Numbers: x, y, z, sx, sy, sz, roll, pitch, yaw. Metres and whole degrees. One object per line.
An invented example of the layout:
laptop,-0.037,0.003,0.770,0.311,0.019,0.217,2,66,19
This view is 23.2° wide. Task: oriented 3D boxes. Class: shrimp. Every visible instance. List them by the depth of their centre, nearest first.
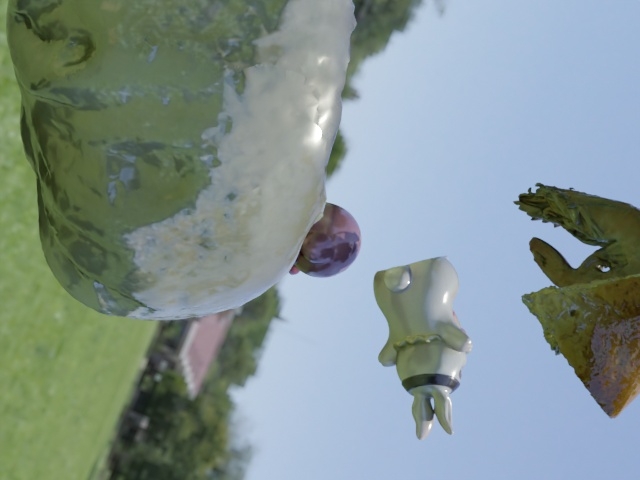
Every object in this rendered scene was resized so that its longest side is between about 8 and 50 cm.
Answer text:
shrimp,0.296,0.004,1.747,0.133,0.236,0.053,-53,142,-9

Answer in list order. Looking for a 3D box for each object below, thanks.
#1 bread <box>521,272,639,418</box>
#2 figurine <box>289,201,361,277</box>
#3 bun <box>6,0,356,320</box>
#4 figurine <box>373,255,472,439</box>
bread,0.268,0.101,1.449,0.054,0.154,0.136,-89,173,-78
figurine,0.000,0.000,1.357,0.083,0.071,0.067,-56,137,-80
bun,-0.112,-0.120,1.075,0.360,0.211,0.360,-177,-90,-76
figurine,0.103,0.087,1.316,0.081,0.098,0.146,-18,-93,47
